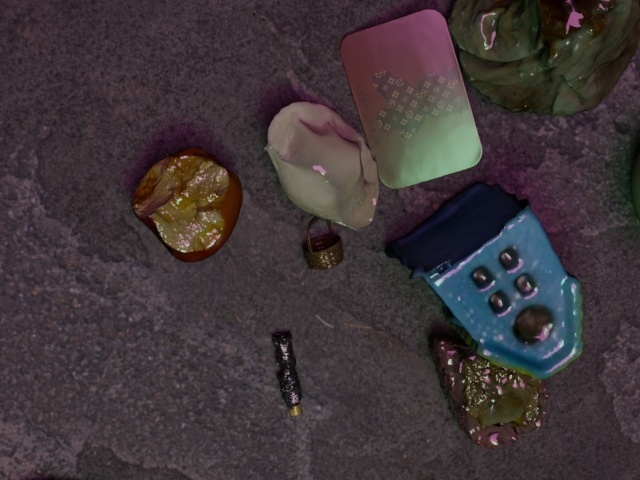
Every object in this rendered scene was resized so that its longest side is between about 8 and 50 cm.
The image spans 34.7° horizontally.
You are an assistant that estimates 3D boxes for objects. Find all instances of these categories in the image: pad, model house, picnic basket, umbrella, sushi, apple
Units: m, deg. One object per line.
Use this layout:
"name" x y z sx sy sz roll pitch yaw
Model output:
"pad" 0.147 -0.225 1.654 0.181 0.004 0.267 -16 104 12
"model house" 0.289 0.078 1.648 0.215 0.237 0.303 -39 106 1
"picnic basket" 0.000 0.000 1.665 0.072 0.072 0.083 -17 112 -6
"umbrella" -0.054 0.225 1.715 0.040 0.037 0.144 -13 100 -21
"sushi" 0.294 0.239 1.746 0.161 0.107 0.241 -26 103 -8
"apple" -0.198 -0.058 1.586 0.156 0.147 0.158 41 81 18

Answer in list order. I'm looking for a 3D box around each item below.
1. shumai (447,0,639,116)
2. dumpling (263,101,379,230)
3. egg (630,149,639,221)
"shumai" 0.383 -0.323 1.571 0.309 0.263 0.304 -38 102 -1
"dumpling" 0.015 -0.124 1.629 0.216 0.126 0.166 33 67 0
"egg" 0.653 -0.090 1.629 0.278 0.336 0.278 -1 95 -9
